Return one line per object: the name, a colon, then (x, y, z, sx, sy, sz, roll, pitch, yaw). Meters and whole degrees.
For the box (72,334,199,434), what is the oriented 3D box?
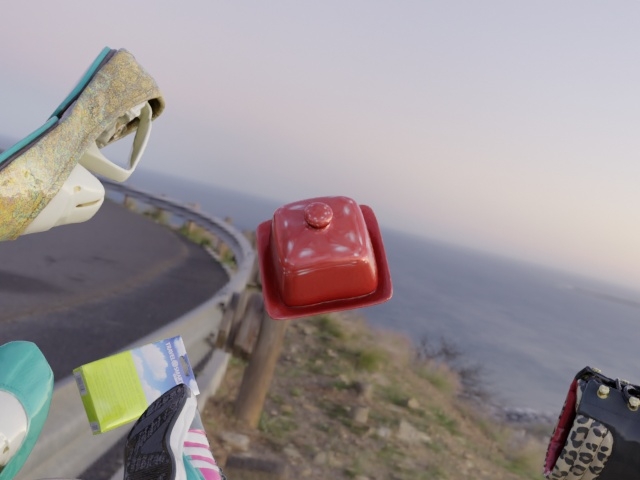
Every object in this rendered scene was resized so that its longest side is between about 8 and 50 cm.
box: (-0.290, 0.226, 1.361, 0.178, 0.109, 0.042, -15, -5, -39)

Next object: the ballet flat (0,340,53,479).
ballet flat: (-0.295, 0.190, 0.688, 0.083, 0.247, 0.087, 36, -20, -10)

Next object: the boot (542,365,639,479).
boot: (0.298, 0.131, 0.676, 0.178, 0.236, 0.085, 21, 17, 7)

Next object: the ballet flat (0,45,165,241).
ballet flat: (-0.257, -0.085, 0.888, 0.123, 0.123, 0.348, 14, 40, 8)

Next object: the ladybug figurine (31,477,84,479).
ladybug figurine: (-0.459, 0.477, 1.230, 0.305, 0.162, 0.449, -6, -27, -36)

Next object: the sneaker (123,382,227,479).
sneaker: (-0.165, 0.326, 1.149, 0.178, 0.124, 0.295, 53, 9, -20)

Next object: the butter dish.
butter dish: (0.000, 0.000, 1.049, 0.160, 0.160, 0.118, -9, -36, -2)
